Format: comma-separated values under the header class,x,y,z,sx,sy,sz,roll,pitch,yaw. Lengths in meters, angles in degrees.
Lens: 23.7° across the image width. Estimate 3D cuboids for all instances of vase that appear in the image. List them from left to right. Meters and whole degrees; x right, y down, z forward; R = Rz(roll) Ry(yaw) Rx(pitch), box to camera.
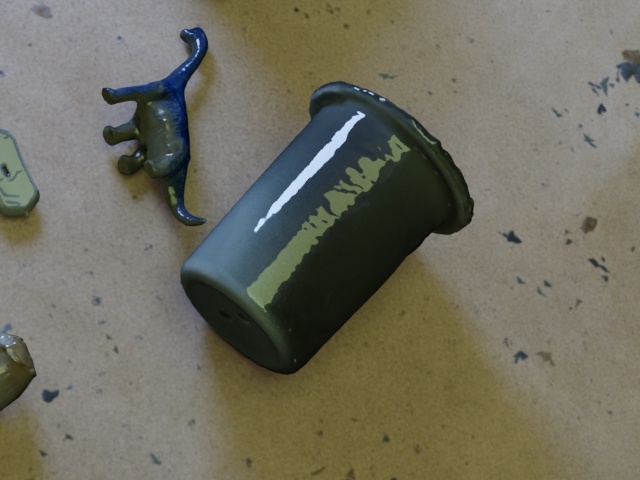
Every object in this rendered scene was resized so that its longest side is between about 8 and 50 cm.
class,x,y,z,sx,sy,sz,roll,pitch,yaw
vase,0.000,0.000,1.751,0.245,0.245,0.291,41,69,-1

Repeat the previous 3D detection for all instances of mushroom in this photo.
class,x,y,z,sx,sy,sz,roll,pitch,yaw
mushroom,-0.404,0.203,1.598,0.099,0.096,0.278,42,58,-2

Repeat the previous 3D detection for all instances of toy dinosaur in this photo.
class,x,y,z,sx,sy,sz,roll,pitch,yaw
toy dinosaur,-0.159,-0.135,1.832,0.188,0.075,0.248,-25,74,-33

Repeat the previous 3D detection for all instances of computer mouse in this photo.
class,x,y,z,sx,sy,sz,roll,pitch,yaw
computer mouse,-0.362,-0.074,1.751,0.056,0.032,0.110,-27,92,-25
